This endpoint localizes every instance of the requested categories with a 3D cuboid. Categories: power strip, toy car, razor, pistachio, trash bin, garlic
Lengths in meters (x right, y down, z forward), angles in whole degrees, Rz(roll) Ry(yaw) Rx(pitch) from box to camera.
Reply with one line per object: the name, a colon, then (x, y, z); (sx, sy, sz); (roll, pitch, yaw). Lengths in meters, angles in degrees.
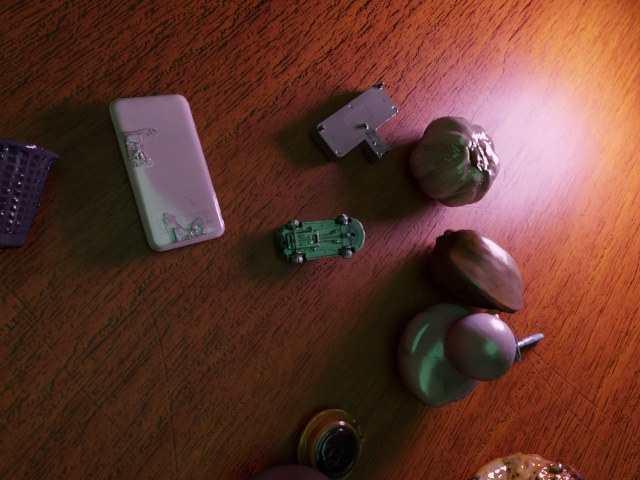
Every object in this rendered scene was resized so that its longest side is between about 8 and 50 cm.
power strip: (0.100, -0.248, 0.955); (0.215, 0.061, 0.145); (-42, 98, -22)
toy car: (0.000, 0.000, 0.876); (0.186, 0.058, 0.094); (-7, 85, -12)
razor: (0.528, 0.261, 1.082); (0.134, 0.040, 0.068); (-9, 86, -29)
pistachio: (0.370, 0.085, 0.960); (0.260, 0.163, 0.213); (31, 32, -17)
trash bin: (-0.495, -0.071, 0.619); (0.175, 0.175, 0.161); (9, 88, -22)
garlic: (0.325, -0.187, 0.996); (0.227, 0.152, 0.228); (4, 76, -18)

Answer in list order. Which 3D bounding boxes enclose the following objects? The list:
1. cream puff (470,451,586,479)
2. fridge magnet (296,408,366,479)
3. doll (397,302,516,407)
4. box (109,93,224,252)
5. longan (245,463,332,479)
cream puff: (0.454, 0.629, 0.889); (0.342, 0.231, 0.327); (23, 77, -19)
fridge magnet: (0.022, 0.404, 0.823); (0.142, 0.063, 0.143); (4, 82, -26)
doll: (0.288, 0.238, 0.878); (0.251, 0.221, 0.221); (-43, 100, -11)
box: (-0.281, -0.129, 0.781); (0.142, 0.044, 0.285); (-16, 89, -27)
longan: (-0.054, 0.483, 0.710); (0.220, 0.196, 0.197); (1, 82, -7)
